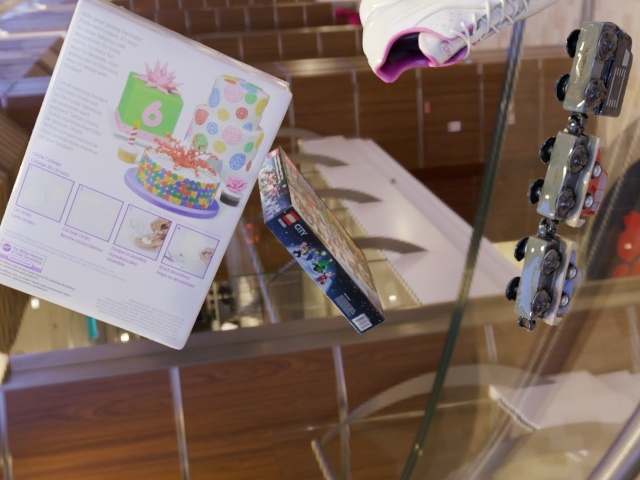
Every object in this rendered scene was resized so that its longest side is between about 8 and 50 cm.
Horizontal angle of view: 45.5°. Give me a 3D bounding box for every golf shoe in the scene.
[{"bbox_3d":[0.194,-0.286,0.976,0.115,0.306,0.140,43,-137,-47],"label":"golf shoe"}]

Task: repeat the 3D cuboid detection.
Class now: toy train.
[{"bbox_3d":[0.126,-0.029,0.385,0.027,0.036,0.158,30,115,52],"label":"toy train"}]

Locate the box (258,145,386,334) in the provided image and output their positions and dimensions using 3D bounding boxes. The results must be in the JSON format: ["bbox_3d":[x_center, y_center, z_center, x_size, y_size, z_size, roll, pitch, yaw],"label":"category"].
[{"bbox_3d":[0.000,0.000,1.043,0.233,0.044,0.159,51,-165,-33],"label":"box"}]

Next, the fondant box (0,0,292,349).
[{"bbox_3d":[-0.205,-0.071,0.869,0.096,0.238,0.330,-97,31,-71],"label":"fondant box"}]
